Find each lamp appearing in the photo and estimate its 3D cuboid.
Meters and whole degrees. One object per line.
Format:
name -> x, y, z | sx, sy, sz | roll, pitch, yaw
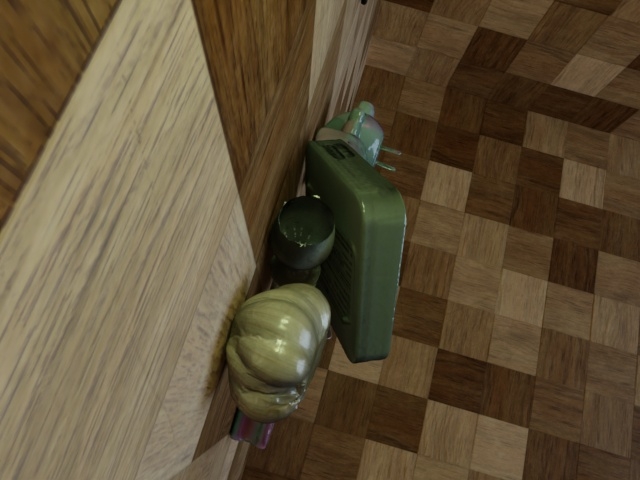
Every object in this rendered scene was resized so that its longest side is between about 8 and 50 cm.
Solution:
lamp -> 0.099, -0.248, 1.363 | 0.301, 0.247, 0.247 | -58, 163, -57

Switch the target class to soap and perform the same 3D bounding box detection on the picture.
soap -> -0.148, 0.388, 1.349 | 0.193, 0.109, 0.324 | 105, 0, -83

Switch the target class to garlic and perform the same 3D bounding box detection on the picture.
garlic -> -0.074, 0.174, 0.773 | 0.228, 0.152, 0.228 | 23, 90, -84

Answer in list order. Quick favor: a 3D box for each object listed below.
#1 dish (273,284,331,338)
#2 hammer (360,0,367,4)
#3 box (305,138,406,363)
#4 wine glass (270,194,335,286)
dish -> -0.063, 0.197, 1.320 | 0.212, 0.077, 0.151 | 14, 70, -48
hammer -> 0.127, -0.724, 1.374 | 0.201, 0.021, 0.078 | -56, 162, -84
box -> 0.056, 0.012, 1.057 | 0.396, 0.111, 0.397 | -120, -154, -56
wine glass -> -0.040, 0.012, 0.952 | 0.241, 0.126, 0.126 | 108, -1, -62
